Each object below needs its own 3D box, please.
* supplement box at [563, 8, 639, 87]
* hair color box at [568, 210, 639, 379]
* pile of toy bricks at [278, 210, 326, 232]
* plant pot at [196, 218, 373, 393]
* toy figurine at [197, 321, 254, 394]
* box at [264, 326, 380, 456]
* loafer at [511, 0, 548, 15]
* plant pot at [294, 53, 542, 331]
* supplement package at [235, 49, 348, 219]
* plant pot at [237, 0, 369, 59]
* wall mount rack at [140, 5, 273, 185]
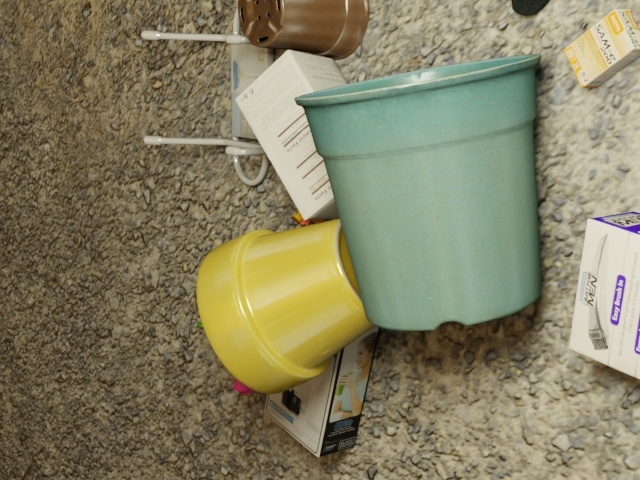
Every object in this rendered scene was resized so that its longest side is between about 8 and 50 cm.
[{"bbox_3d":[0.374,-0.252,1.553,0.098,0.036,0.062,-39,66,47],"label":"supplement box"},{"bbox_3d":[0.474,0.097,1.436,0.339,0.110,0.185,23,115,45],"label":"hair color box"},{"bbox_3d":[0.000,0.000,1.974,0.212,0.118,0.105,38,163,39],"label":"pile of toy bricks"},{"bbox_3d":[-0.023,0.082,1.827,0.239,0.254,0.254,-26,75,30],"label":"plant pot"},{"bbox_3d":[-0.155,0.213,2.249,0.173,0.130,0.159,177,76,-73],"label":"toy figurine"},{"bbox_3d":[0.003,0.206,2.053,0.169,0.087,0.289,34,121,42],"label":"box"},{"bbox_3d":[0.303,-0.389,1.614,0.061,0.062,0.170,-82,8,-52],"label":"loafer"},{"bbox_3d":[0.160,-0.066,1.648,0.341,0.341,0.334,3,107,51],"label":"plant pot"},{"bbox_3d":[-0.002,-0.167,1.917,0.134,0.139,0.244,-39,71,28],"label":"supplement package"},{"bbox_3d":[-0.035,-0.381,1.937,0.167,0.165,0.166,10,103,50],"label":"plant pot"},{"bbox_3d":[-0.200,-0.277,2.188,0.304,0.131,0.349,13,105,50],"label":"wall mount rack"}]
